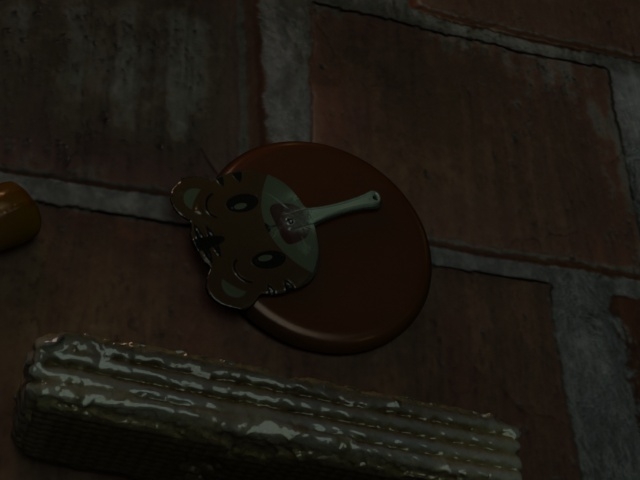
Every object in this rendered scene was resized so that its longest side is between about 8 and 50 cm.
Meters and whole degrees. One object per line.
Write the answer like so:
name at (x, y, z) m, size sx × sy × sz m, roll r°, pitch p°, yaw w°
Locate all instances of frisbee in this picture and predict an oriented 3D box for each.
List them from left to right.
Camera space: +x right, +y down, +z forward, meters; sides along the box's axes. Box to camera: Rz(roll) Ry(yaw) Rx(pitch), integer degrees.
frisbee at (0.000, 0.000, 1.186) m, size 0.251 × 0.021 × 0.250 m, roll 11°, pitch 56°, yaw -17°

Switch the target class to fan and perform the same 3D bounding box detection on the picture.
fan at (-0.031, -0.017, 1.165) m, size 0.227 × 0.008 × 0.152 m, roll -15°, pitch 67°, yaw -28°

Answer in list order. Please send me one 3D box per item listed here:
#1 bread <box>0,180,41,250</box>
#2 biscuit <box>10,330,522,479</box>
bread at (-0.307, -0.018, 1.053) m, size 0.103 × 0.049 × 0.062 m, roll -23°, pitch 71°, yaw -33°
biscuit at (-0.045, 0.166, 0.990) m, size 0.426 × 0.144 × 0.078 m, roll 12°, pitch 58°, yaw -14°
